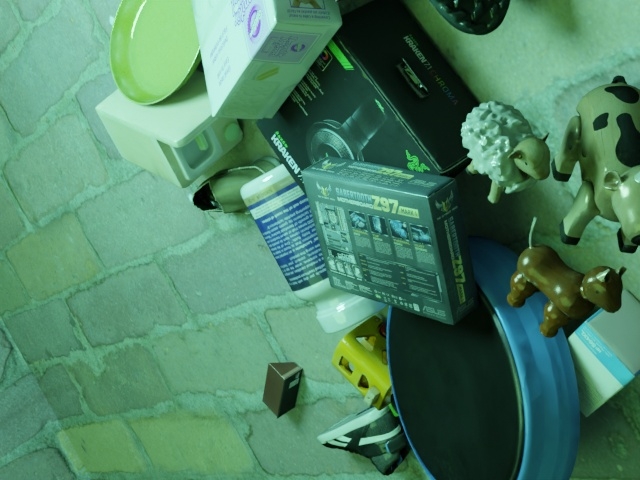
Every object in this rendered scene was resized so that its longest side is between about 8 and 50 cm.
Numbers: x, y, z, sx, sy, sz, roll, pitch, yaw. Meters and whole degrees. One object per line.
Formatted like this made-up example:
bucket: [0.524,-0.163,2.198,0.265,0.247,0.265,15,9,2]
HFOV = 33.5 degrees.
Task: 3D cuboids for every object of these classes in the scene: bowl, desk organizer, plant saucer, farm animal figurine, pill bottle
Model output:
bowl: [0.206,0.190,1.472,0.391,0.077,0.391,171,90,-66]
desk organizer: [-0.076,0.281,2.059,0.050,0.047,0.130,43,143,27]
plant saucer: [-0.255,-0.335,1.727,0.241,0.037,0.241,-8,78,41]
farm animal figurine: [0.346,-0.045,1.111,0.172,0.330,0.327,104,154,-50]
pill bottle: [0.000,0.000,1.643,0.153,0.153,0.265,-21,98,56]

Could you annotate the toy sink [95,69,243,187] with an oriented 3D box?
toy sink: [-0.232,-0.190,1.775,0.234,0.153,0.131,24,149,40]

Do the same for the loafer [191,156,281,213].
loafer: [-0.137,-0.079,1.816,0.251,0.087,0.094,-10,108,55]

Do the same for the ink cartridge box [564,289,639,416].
ink cartridge box: [0.358,0.148,1.351,0.090,0.092,0.143,50,146,15]

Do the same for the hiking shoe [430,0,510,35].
hiking shoe: [0.127,-0.369,1.243,0.304,0.113,0.132,60,-177,6]

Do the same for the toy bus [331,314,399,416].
toy bus: [0.110,0.225,1.721,0.202,0.104,0.191,0,116,53]

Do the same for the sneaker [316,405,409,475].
sneaker: [0.079,0.371,1.898,0.121,0.079,0.217,58,145,3]

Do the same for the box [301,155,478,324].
box: [0.088,-0.005,1.378,0.232,0.059,0.183,14,128,46]

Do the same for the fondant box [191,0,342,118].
fondant box: [-0.091,-0.362,1.411,0.238,0.096,0.330,-44,54,56]

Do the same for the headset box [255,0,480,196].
headset box: [0.075,-0.156,1.443,0.246,0.131,0.283,54,146,6]
